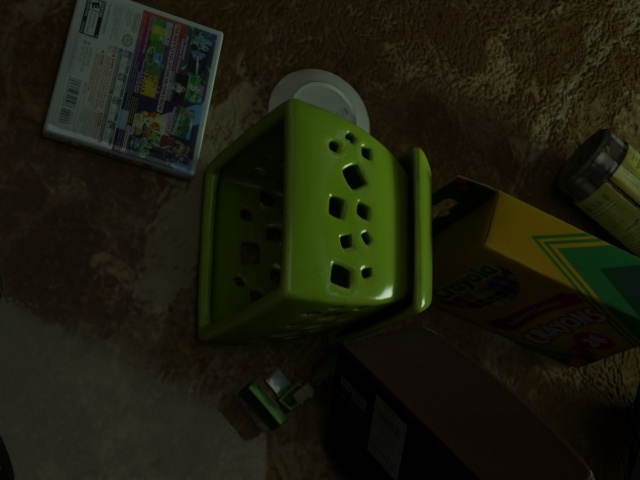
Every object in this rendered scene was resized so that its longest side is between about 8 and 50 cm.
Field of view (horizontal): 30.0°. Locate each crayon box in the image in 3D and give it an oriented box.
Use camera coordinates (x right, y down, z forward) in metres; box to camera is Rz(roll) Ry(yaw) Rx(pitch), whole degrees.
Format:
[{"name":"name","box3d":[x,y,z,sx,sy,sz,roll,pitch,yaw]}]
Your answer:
[{"name":"crayon box","box3d":[0.246,0.045,1.450,0.318,0.202,0.081,24,65,-14]}]

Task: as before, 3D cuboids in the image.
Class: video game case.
[{"name":"video game case","box3d":[-0.219,-0.188,1.420,0.183,0.023,0.201,17,66,-18]}]

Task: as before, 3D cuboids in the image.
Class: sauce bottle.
[{"name":"sauce bottle","box3d":[0.478,-0.006,1.622,0.344,0.111,0.111,41,62,-8]}]

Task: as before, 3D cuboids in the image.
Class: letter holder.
[{"name":"letter holder","box3d":[0.178,0.227,1.290,0.214,0.152,0.302,-11,33,-29]}]

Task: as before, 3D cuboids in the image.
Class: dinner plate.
[{"name":"dinner plate","box3d":[0.002,-0.155,1.511,0.141,0.017,0.141,8,70,-23]}]

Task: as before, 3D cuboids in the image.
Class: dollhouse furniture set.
[{"name":"dollhouse furniture set","box3d":[-0.020,0.147,1.367,0.151,0.076,0.058,-40,90,-28]}]

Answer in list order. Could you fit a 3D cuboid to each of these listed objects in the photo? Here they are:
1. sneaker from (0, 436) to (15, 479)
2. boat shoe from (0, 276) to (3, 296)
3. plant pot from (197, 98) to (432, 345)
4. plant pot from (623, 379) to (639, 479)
[{"name":"sneaker","box3d":[-0.422,0.170,1.154,0.145,0.147,0.385,-33,106,-32]},{"name":"boat shoe","box3d":[-0.468,0.007,1.196,0.306,0.105,0.113,29,64,-13]},{"name":"plant pot","box3d":[0.000,0.000,1.347,0.207,0.228,0.227,11,69,-28]},{"name":"plant pot","box3d":[0.510,0.241,1.458,0.252,0.248,0.247,8,46,10]}]
